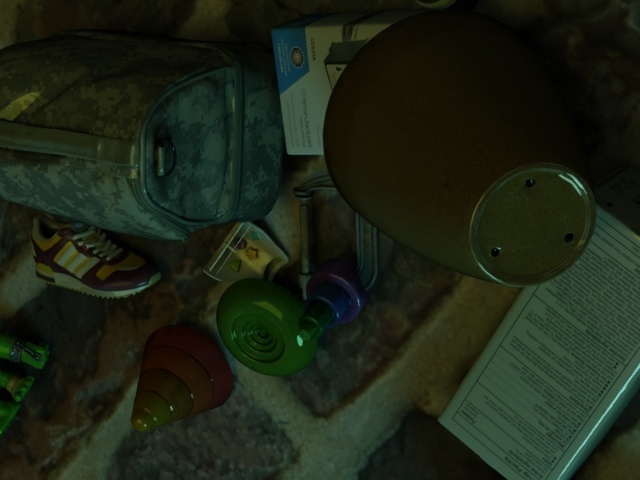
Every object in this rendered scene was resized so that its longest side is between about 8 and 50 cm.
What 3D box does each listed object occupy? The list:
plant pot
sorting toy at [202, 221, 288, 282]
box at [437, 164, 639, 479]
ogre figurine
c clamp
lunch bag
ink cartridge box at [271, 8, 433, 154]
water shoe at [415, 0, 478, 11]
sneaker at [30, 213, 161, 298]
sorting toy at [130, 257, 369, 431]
[{"bbox_3d":[0.149,-0.061,1.525,0.254,0.237,0.237,-123,37,-60],"label":"plant pot"},{"bbox_3d":[-0.078,0.019,1.886,0.075,0.045,0.083,36,110,0],"label":"sorting toy"},{"bbox_3d":[0.261,0.096,1.644,0.148,0.121,0.311,40,123,15],"label":"box"},{"bbox_3d":[-0.439,0.185,2.144,0.118,0.097,0.197,33,138,-1],"label":"ogre figurine"},{"bbox_3d":[0.000,0.000,1.832,0.137,0.022,0.161,11,111,21],"label":"c clamp"},{"bbox_3d":[-0.225,-0.117,1.784,0.305,0.256,0.213,11,101,31],"label":"lunch bag"},{"bbox_3d":[0.055,-0.163,1.712,0.190,0.082,0.140,2,107,34],"label":"ink cartridge box"},{"bbox_3d":[0.114,-0.318,1.631,0.073,0.080,0.203,-7,77,31],"label":"water shoe"},{"bbox_3d":[-0.275,0.015,1.991,0.185,0.069,0.084,7,115,30],"label":"sneaker"},{"bbox_3d":[-0.100,0.135,1.863,0.365,0.126,0.127,-29,103,40],"label":"sorting toy"}]
